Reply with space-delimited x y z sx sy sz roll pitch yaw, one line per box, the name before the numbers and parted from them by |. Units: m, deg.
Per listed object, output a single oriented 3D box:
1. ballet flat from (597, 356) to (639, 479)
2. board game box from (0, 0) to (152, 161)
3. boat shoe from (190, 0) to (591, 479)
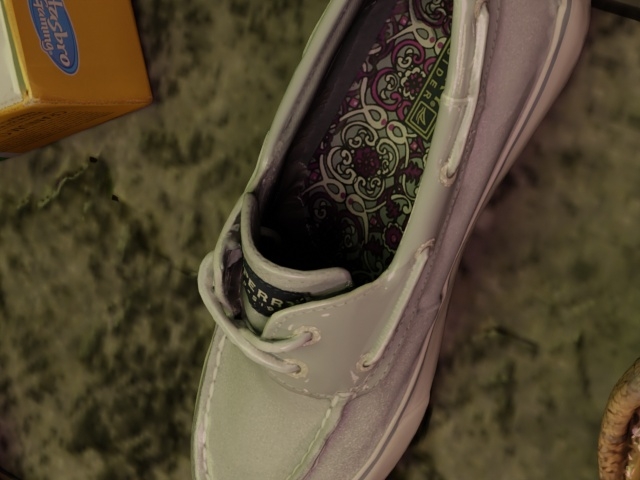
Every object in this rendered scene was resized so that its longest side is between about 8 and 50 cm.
ballet flat | 0.107 0.168 0.469 0.107 0.106 0.316 -2 93 37
board game box | -0.201 -0.172 0.693 0.242 0.064 0.316 -15 85 37
boat shoe | 0.001 0.000 0.548 0.079 0.081 0.227 37 114 28
